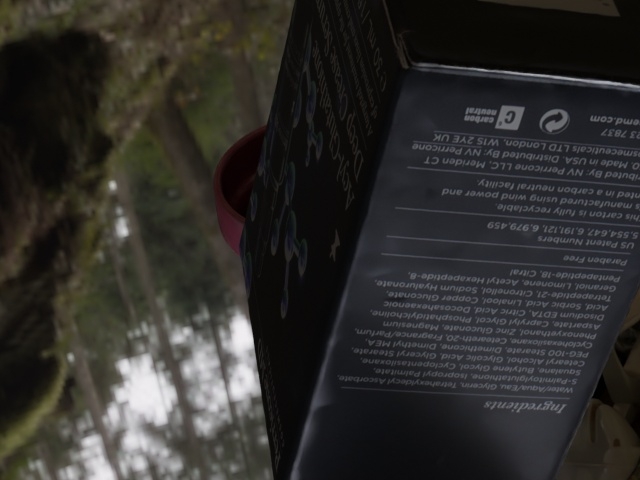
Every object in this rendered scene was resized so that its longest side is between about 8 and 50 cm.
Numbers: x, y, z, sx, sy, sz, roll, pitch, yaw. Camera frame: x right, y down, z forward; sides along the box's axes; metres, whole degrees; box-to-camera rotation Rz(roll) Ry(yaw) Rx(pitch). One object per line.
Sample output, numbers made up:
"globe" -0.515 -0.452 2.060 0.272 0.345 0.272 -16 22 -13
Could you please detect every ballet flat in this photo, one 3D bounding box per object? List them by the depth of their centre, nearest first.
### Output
"ballet flat" 0.269 0.147 1.548 0.123 0.123 0.348 17 -119 26

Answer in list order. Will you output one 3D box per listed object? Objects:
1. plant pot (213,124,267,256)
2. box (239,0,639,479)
"plant pot" 0.000 0.000 1.735 0.201 0.180 0.201 -4 -141 3
"box" 0.087 -0.041 1.244 0.212 0.395 0.293 4 -141 -13
